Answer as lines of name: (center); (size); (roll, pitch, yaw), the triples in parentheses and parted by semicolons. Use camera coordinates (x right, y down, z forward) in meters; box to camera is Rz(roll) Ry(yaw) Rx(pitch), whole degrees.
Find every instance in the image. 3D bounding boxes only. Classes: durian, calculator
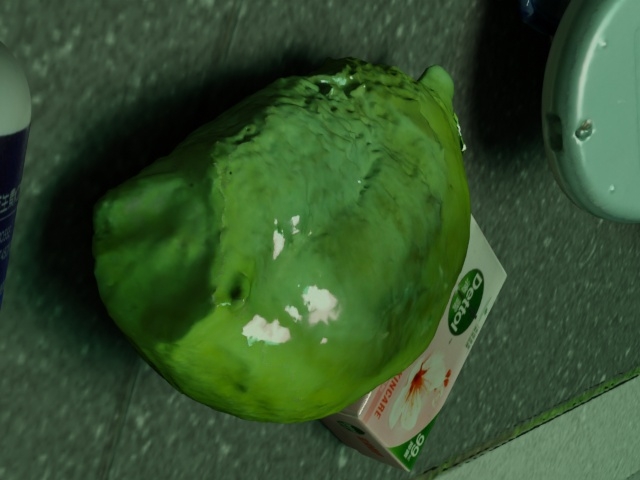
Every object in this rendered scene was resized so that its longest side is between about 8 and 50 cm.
durian: (0.000, 0.000, 0.677); (0.250, 0.101, 0.139); (-18, 121, -55)
calculator: (0.232, -0.114, 0.910); (0.295, 0.042, 0.184); (-28, 123, -31)

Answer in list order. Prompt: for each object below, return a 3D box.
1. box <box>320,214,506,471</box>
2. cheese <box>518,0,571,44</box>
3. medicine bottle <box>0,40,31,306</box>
box: (0.043, 0.046, 0.835); (0.125, 0.043, 0.089); (-62, 150, -13)
cheese: (0.189, -0.133, 0.945); (0.286, 0.074, 0.189); (18, 91, -57)
medicine bottle: (-0.138, -0.004, 0.439); (0.107, 0.107, 0.191); (-9, 115, -57)
